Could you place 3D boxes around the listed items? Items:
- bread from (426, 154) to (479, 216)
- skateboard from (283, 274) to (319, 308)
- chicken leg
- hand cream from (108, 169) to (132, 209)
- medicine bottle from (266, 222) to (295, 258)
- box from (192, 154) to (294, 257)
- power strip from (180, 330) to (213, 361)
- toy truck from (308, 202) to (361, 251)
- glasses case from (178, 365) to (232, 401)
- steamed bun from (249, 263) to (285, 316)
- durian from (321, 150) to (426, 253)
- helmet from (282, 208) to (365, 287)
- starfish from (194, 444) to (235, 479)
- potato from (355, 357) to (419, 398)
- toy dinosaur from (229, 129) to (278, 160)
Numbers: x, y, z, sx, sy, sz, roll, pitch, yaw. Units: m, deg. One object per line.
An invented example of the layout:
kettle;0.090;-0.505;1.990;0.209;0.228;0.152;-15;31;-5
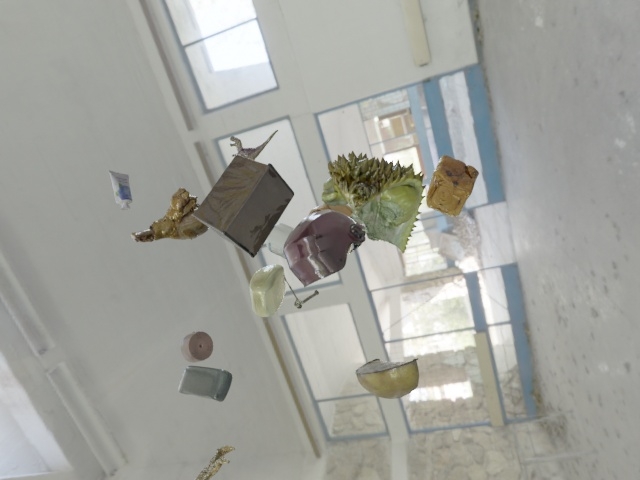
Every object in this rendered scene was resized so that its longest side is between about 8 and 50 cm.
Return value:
bread;0.457;-0.186;1.495;0.143;0.148;0.158;-52;-24;-36
skateboard;-0.051;0.110;1.006;0.083;0.063;0.032;53;172;22
chicken leg;-0.697;-0.112;2.036;0.409;0.182;0.295;-24;-34;-39
hand cream;-0.705;-0.178;1.532;0.084;0.053;0.142;9;-114;-66
medicine bottle;-0.096;0.025;1.792;0.139;0.236;0.139;-42;-37;-42
box;-0.232;-0.109;1.329;0.252;0.153;0.188;-59;-32;-13
power strip;-0.628;0.538;2.183;0.154;0.078;0.154;24;-124;-40
toy truck;0.053;-0.058;1.957;0.288;0.211;0.204;56;166;6
glasses case;-0.520;0.638;1.930;0.074;0.323;0.131;39;-124;-36
steamed bun;-0.272;0.239;2.139;0.250;0.154;0.200;-68;-22;-56
durian;0.096;-0.080;0.815;0.306;0.172;0.167;18;-95;-67
helmet;0.000;0.000;1.518;0.197;0.271;0.338;47;-130;-11
starfish;-0.388;0.814;1.476;0.062;0.277;0.236;41;-139;-1
potato;0.164;0.367;1.100;0.261;0.120;0.100;131;120;-71
toy dinosaur;-0.333;-0.442;2.129;0.072;0.251;0.200;-8;-82;-67
